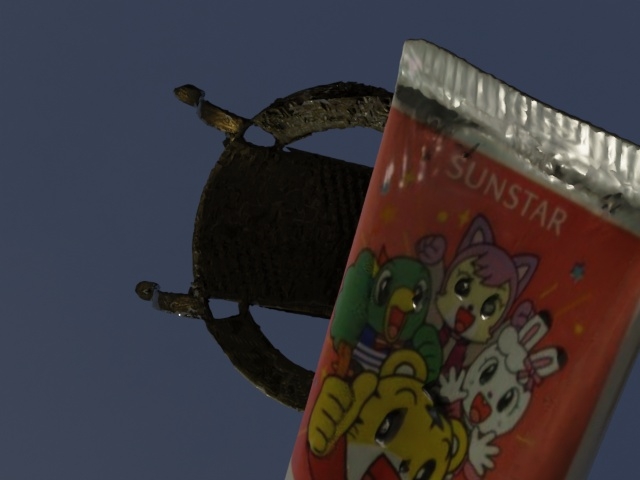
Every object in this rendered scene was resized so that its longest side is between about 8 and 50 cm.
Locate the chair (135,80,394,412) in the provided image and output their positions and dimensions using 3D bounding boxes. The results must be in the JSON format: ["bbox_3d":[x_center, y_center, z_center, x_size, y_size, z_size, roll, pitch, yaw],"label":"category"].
[{"bbox_3d":[0.000,0.000,0.956,0.149,0.213,0.174,12,-86,-18],"label":"chair"}]

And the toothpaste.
[{"bbox_3d":[0.017,0.078,0.403,0.057,0.234,0.089,2,-158,-42],"label":"toothpaste"}]
